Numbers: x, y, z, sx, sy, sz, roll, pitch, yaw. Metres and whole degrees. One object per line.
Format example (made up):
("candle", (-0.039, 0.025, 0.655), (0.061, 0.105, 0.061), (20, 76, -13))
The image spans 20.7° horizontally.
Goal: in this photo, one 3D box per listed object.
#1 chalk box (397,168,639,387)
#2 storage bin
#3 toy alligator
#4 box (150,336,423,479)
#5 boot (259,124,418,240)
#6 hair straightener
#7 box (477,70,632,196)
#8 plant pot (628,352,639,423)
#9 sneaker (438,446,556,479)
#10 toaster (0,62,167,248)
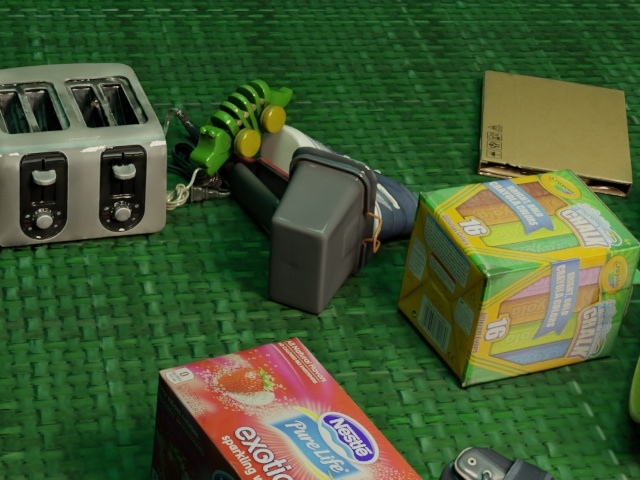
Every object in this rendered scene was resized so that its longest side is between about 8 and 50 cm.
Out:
("chalk box", (0.199, 0.028, 1.593), (0.213, 0.132, 0.132), (-11, 39, -25))
("storage bin", (0.000, 0.000, 1.605), (0.098, 0.135, 0.091), (18, 47, 13))
("toy alligator", (-0.095, -0.106, 1.725), (0.056, 0.051, 0.189), (22, 55, 38))
("box", (-0.015, 0.200, 1.306), (0.128, 0.123, 0.257), (-13, 39, -29))
("boot", (0.020, -0.055, 1.750), (0.086, 0.069, 0.190), (-3, 36, -40))
("hair straightener", (-0.101, -0.072, 1.752), (0.089, 0.047, 0.230), (-17, 41, -32))
("box", (0.256, -0.120, 1.918), (0.164, 0.021, 0.201), (9, 34, 1))
("plant pot", (0.454, 0.097, 1.470), (0.293, 0.275, 0.275), (28, 36, 0))
("sneaker", (0.145, 0.242, 1.297), (0.163, 0.086, 0.226), (27, 28, 8))
("toaster", (-0.244, -0.087, 1.689), (0.168, 0.110, 0.186), (-5, 36, -19))
